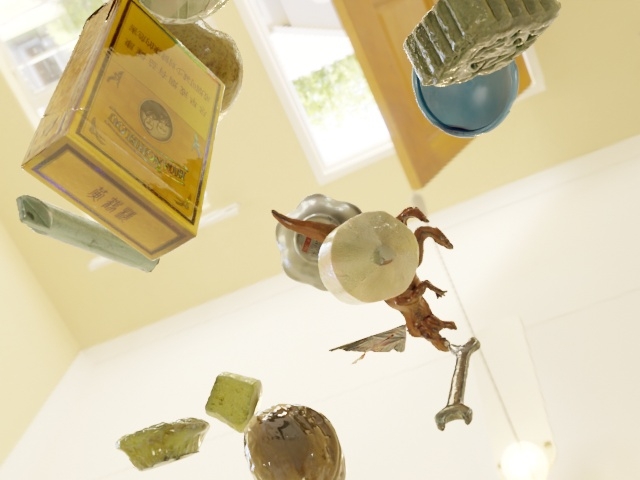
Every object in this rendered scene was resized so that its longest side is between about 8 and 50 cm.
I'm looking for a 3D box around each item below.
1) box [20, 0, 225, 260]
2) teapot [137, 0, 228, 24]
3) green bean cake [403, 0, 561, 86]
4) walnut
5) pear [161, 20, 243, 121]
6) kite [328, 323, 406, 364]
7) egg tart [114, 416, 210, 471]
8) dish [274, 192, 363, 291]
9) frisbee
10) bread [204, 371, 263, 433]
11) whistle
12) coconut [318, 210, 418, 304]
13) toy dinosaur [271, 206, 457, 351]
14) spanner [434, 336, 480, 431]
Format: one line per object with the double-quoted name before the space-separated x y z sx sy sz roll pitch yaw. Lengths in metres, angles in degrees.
"box" -0.225 -0.148 0.900 0.084 0.193 0.301 -28 -140 28
"teapot" -0.230 -0.396 0.995 0.222 0.163 0.178 -22 -120 8
"green bean cake" 0.245 -0.317 1.099 0.185 0.094 0.183 -19 169 -26
"walnut" -0.037 0.304 1.031 0.140 0.140 0.162 -27 -128 -4
"pear" -0.250 -0.303 1.289 0.211 0.228 0.188 -50 -174 -12
"kite" 0.099 0.184 1.287 0.190 0.010 0.159 10 139 -40
"egg tart" -0.303 0.403 1.443 0.197 0.078 0.197 -15 166 -4
"dish" 0.000 0.000 1.637 0.229 0.229 0.081 -23 171 6
"frisbee" 0.299 -0.332 1.495 0.242 0.242 0.045 -7 -168 43
"bread" -0.194 0.375 1.697 0.114 0.111 0.129 18 -105 15
"whistle" -0.437 -0.008 1.383 0.062 0.312 0.062 -14 -115 31
"coconut" 0.075 0.031 1.147 0.147 0.147 0.153 -32 178 -19
"toy dinosaur" 0.131 0.019 1.383 0.208 0.432 0.097 -47 -176 -2
"spanner" 0.204 0.202 1.064 0.054 0.015 0.254 -14 -166 20
